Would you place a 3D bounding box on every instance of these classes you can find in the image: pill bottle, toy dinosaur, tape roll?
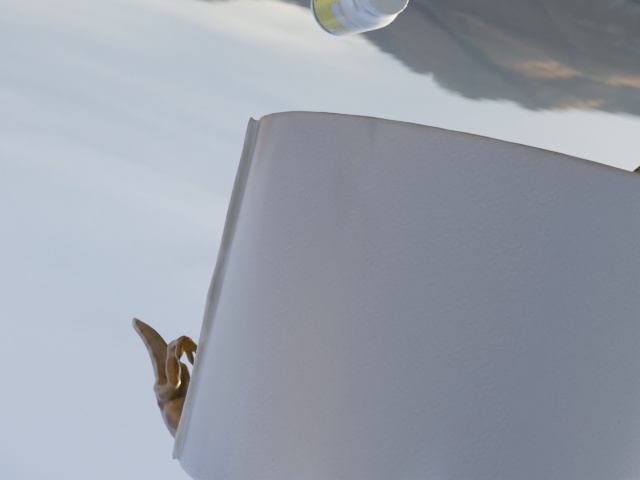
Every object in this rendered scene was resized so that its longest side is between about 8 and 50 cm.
[{"bbox_3d":[0.041,-0.237,1.281,0.065,0.065,0.116,8,179,-24],"label":"pill bottle"},{"bbox_3d":[-0.120,0.117,1.077,0.064,0.112,0.211,1,-129,-40],"label":"toy dinosaur"},{"bbox_3d":[0.069,0.051,0.615,0.246,0.169,0.246,12,178,0],"label":"tape roll"}]

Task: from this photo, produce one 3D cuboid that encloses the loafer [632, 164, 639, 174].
[{"bbox_3d":[0.379,-0.072,1.440,0.056,0.050,0.148,45,-128,-9],"label":"loafer"}]
